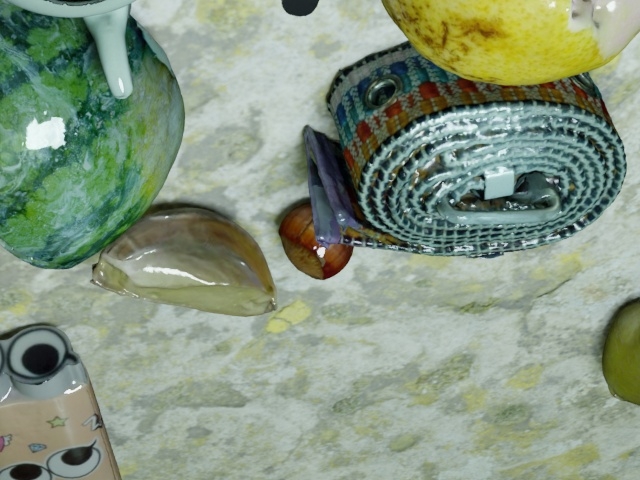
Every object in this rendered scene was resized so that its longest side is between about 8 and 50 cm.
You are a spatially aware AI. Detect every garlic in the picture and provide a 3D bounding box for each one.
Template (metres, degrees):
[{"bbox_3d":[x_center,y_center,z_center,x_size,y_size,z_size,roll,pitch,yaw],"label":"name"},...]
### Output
[{"bbox_3d":[-0.138,0.016,1.316,0.195,0.101,0.087,13,138,-25],"label":"garlic"}]

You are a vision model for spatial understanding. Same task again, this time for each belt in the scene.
[{"bbox_3d":[0.146,-0.084,1.228,0.295,0.160,0.207,1,138,-16],"label":"belt"}]

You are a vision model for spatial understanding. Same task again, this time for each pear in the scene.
[{"bbox_3d":[0.160,-0.256,0.968,0.271,0.271,0.271,-7,140,-6],"label":"pear"}]

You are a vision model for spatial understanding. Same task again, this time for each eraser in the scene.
[{"bbox_3d":[-0.344,0.221,1.513,0.171,0.087,0.291,-10,140,-5],"label":"eraser"}]

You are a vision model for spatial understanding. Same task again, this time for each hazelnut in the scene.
[{"bbox_3d":[0.000,0.000,1.358,0.086,0.086,0.086,-7,140,-6],"label":"hazelnut"}]

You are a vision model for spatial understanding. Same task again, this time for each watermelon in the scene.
[{"bbox_3d":[-0.255,-0.118,1.115,0.224,0.180,0.305,-55,136,-18],"label":"watermelon"}]

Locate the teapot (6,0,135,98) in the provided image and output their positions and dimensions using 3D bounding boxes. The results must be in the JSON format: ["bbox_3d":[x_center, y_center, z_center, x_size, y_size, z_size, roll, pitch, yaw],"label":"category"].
[{"bbox_3d":[-0.191,-0.256,0.967,0.193,0.129,0.294,-13,140,-2],"label":"teapot"}]

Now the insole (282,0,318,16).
[{"bbox_3d":[0.000,-0.250,1.120,0.045,0.002,0.135,7,136,-20],"label":"insole"}]

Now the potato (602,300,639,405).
[{"bbox_3d":[0.502,0.118,1.537,0.351,0.203,0.218,-28,151,37],"label":"potato"}]
